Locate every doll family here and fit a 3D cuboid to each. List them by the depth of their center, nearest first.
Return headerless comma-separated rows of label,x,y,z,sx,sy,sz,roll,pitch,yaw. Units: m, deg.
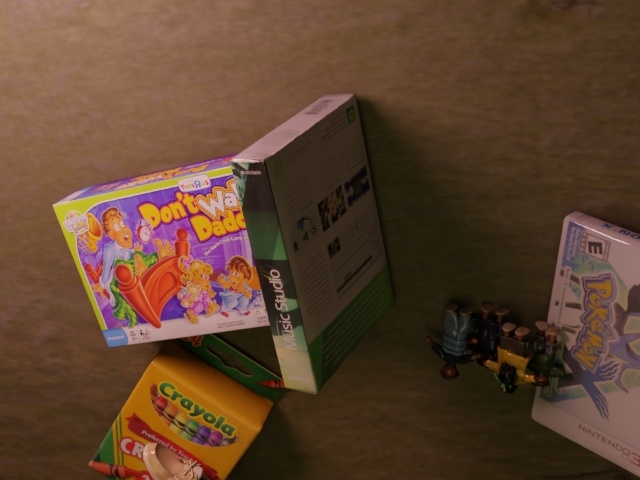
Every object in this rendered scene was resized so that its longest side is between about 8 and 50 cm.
doll family,0.240,0.157,1.357,0.193,0.076,0.111,22,121,35

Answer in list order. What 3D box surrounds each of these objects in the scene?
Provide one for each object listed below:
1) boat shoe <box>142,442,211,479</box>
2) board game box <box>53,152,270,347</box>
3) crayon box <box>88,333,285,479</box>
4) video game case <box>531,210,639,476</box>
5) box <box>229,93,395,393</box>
boat shoe,-0.203,0.367,1.513,0.059,0.063,0.170,-29,115,24
board game box,-0.182,0.014,1.385,0.347,0.078,0.233,-10,108,24
crayon box,-0.215,0.294,1.558,0.202,0.081,0.318,32,119,-1
video game case,0.423,0.160,1.254,0.300,0.036,0.329,26,125,38
box,0.000,0.000,1.262,0.058,0.232,0.322,2,117,32
